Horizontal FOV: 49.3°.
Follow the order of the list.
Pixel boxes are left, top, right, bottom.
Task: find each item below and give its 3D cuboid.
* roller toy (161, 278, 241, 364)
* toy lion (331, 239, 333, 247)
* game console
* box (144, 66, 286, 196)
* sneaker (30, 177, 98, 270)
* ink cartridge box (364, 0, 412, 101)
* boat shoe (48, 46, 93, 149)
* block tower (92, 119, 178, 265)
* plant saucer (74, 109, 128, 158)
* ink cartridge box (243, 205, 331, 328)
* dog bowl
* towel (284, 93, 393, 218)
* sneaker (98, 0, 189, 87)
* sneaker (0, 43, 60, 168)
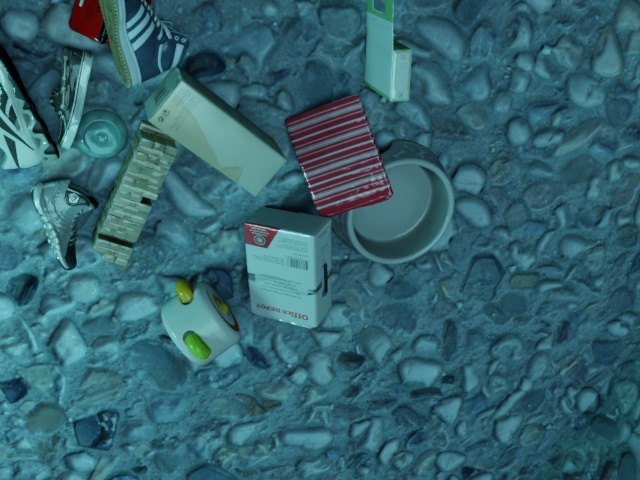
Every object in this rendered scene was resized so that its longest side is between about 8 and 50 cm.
[{"bbox_3d":[-0.303,0.207,1.806,0.146,0.209,0.191,-35,161,1],"label":"roller toy"},{"bbox_3d":[0.000,0.000,1.853,0.034,0.096,0.100,-3,124,20],"label":"toy lion"},{"bbox_3d":[-0.446,-0.495,1.487,0.124,0.085,0.144,26,108,4],"label":"game console"},{"bbox_3d":[-0.240,-0.251,1.611,0.311,0.148,0.121,36,102,-29],"label":"box"},{"bbox_3d":[-0.579,-0.041,1.641,0.132,0.086,0.228,-18,120,-12],"label":"sneaker"},{"bbox_3d":[0.156,-0.459,1.621,0.056,0.171,0.235,-7,118,-16],"label":"ink cartridge box"},{"bbox_3d":[-0.551,-0.308,1.517,0.070,0.078,0.219,11,105,-24],"label":"boat shoe"},{"bbox_3d":[-0.441,-0.109,1.646,0.091,0.097,0.335,19,108,-27],"label":"block tower"},{"bbox_3d":[-0.502,-0.239,1.598,0.119,0.021,0.119,-8,119,-15],"label":"plant saucer"},{"bbox_3d":[-0.079,0.069,1.798,0.197,0.114,0.272,11,120,22],"label":"ink cartridge box"},{"bbox_3d":[0.201,-0.091,1.873,0.349,0.102,0.348,-8,118,-15],"label":"dog bowl"},{"bbox_3d":[0.048,-0.202,1.731,0.199,0.031,0.274,-18,101,9],"label":"towel"},{"bbox_3d":[-0.362,-0.462,1.444,0.153,0.099,0.282,-25,143,-23],"label":"sneaker"},{"bbox_3d":[-0.682,-0.290,1.449,0.146,0.122,0.330,-22,121,-9],"label":"sneaker"}]
